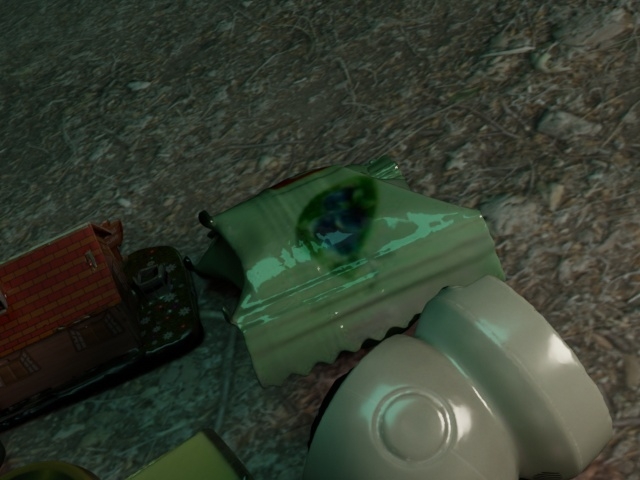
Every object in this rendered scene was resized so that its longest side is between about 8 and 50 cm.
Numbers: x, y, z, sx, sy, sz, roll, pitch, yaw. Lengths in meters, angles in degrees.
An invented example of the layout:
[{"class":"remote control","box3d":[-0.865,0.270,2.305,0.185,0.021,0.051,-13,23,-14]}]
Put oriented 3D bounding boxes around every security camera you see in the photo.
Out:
[{"class":"security camera","box3d":[0.093,0.162,1.460,0.236,0.194,0.194,-38,34,-10]}]

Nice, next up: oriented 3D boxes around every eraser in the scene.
[{"class":"eraser","box3d":[-0.141,0.252,1.604,0.172,0.058,0.117,-32,32,-11]}]

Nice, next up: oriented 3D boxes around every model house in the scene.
[{"class":"model house","box3d":[-0.294,0.059,1.900,0.294,0.154,0.207,-24,33,4]}]

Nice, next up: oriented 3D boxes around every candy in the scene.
[{"class":"candy","box3d":[0.002,0.006,1.806,0.263,0.172,0.398,-18,11,-8]}]

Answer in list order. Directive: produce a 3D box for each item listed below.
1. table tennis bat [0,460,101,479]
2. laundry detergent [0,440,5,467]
[{"class":"table tennis bat","box3d":[-0.316,0.310,1.600,0.321,0.050,0.198,-28,41,15]},{"class":"laundry detergent","box3d":[-0.428,0.239,1.781,0.221,0.078,0.144,-41,71,-1]}]
